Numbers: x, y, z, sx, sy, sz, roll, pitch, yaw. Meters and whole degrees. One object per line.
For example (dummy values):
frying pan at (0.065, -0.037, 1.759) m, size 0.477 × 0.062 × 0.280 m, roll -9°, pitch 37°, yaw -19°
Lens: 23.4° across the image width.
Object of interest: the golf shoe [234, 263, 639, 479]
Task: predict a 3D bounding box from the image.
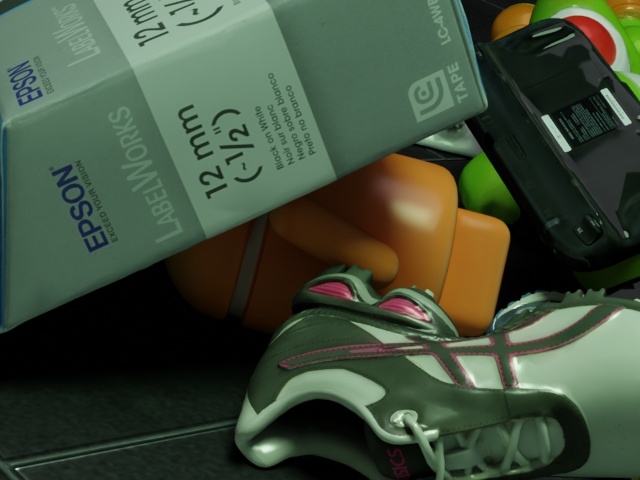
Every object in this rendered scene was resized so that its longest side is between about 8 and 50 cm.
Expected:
golf shoe at (0.088, 0.091, 0.773) m, size 0.272 × 0.105 × 0.120 m, roll 4°, pitch 35°, yaw 30°

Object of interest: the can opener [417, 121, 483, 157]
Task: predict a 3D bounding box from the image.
can opener at (0.034, -0.135, 1.432) m, size 0.280 × 0.074 × 0.093 m, roll 14°, pitch -15°, yaw -8°

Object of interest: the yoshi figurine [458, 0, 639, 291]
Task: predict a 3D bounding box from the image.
yoshi figurine at (0.223, -0.064, 1.210) m, size 0.203 × 0.204 × 0.362 m, roll 27°, pitch 25°, yaw -10°

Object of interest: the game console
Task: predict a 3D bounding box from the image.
game console at (0.206, -0.015, 0.964) m, size 0.213 × 0.044 × 0.361 m, roll -19°, pitch 53°, yaw -12°

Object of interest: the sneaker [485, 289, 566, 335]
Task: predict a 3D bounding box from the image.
sneaker at (0.171, 0.070, 0.987) m, size 0.135 × 0.052 × 0.058 m, roll 7°, pitch 25°, yaw -20°

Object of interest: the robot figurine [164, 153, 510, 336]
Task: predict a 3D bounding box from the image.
robot figurine at (0.000, -0.001, 0.932) m, size 0.219 × 0.128 × 0.158 m, roll 13°, pitch 33°, yaw -4°

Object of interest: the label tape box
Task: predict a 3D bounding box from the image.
label tape box at (-0.116, -0.088, 0.867) m, size 0.347 × 0.115 × 0.249 m, roll -23°, pitch 29°, yaw -7°
